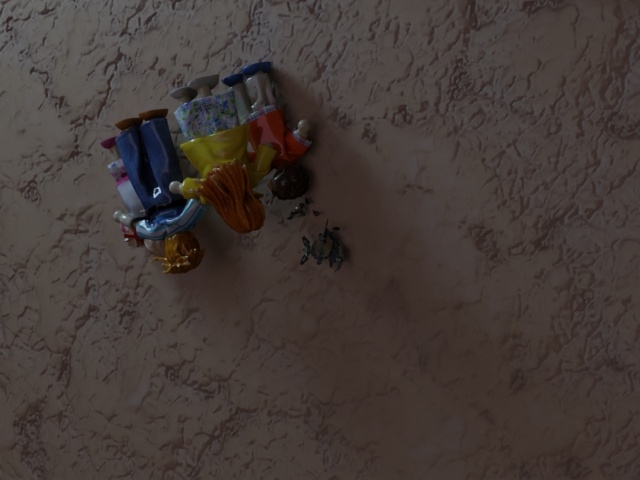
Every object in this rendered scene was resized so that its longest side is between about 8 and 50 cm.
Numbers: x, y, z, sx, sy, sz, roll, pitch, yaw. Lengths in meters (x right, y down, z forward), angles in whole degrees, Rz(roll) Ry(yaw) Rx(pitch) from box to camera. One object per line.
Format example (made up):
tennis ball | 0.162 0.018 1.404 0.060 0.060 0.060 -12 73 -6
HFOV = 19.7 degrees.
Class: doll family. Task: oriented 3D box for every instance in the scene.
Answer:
doll family | -0.131 -0.057 1.805 0.263 0.118 0.163 -24 83 32

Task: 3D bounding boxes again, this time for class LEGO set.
LEGO set | 0.001 -0.002 1.790 0.054 0.023 0.083 -25 69 30
